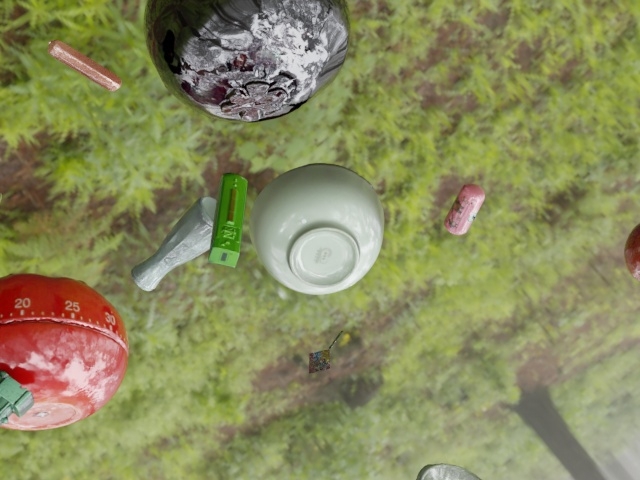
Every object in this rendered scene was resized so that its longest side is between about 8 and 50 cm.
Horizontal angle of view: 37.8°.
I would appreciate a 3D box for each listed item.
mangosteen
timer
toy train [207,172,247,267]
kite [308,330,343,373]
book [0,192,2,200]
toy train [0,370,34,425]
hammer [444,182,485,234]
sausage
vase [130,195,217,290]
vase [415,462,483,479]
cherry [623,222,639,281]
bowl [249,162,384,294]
[{"bbox_3d":[-0.140,-0.432,1.761,0.382,0.435,0.382,-5,152,-3],"label":"mangosteen"},{"bbox_3d":[-0.598,0.245,1.983,0.378,0.279,0.378,-7,149,-4],"label":"timer"},{"bbox_3d":[-0.142,-0.050,1.480,0.044,0.209,0.042,13,134,-12],"label":"toy train"},{"bbox_3d":[0.004,0.169,1.423,0.002,0.044,0.078,54,49,-46],"label":"kite"},{"bbox_3d":[-0.711,-0.027,1.774,0.160,0.228,0.024,11,131,-11],"label":"book"},{"bbox_3d":[-0.629,0.321,1.745,0.170,0.111,0.071,-50,167,-36],"label":"toy train"},{"bbox_3d":[0.217,-0.046,1.406,0.043,0.043,0.083,-15,139,-47],"label":"hammer"},{"bbox_3d":[-0.410,-0.304,1.628,0.147,0.035,0.030,29,137,-36],"label":"sausage"},{"bbox_3d":[-0.263,0.013,1.738,0.214,0.086,0.086,-39,161,23],"label":"vase"},{"bbox_3d":[0.081,0.397,1.061,0.173,0.173,0.321,-12,144,-50],"label":"vase"},{"bbox_3d":[0.537,0.058,1.468,0.107,0.225,0.090,22,140,-26],"label":"cherry"},{"bbox_3d":[0.000,0.000,2.356,0.353,0.185,0.354,-3,119,-5],"label":"bowl"}]
